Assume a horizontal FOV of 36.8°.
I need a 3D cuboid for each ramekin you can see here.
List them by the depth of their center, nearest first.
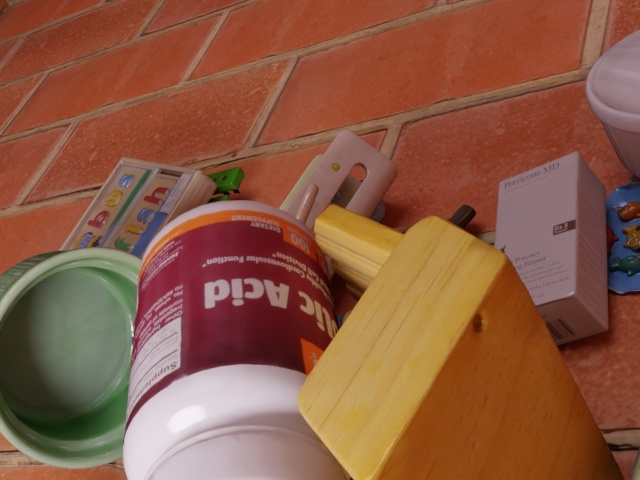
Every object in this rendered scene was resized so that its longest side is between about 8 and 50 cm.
[{"bbox_3d":[0.475,-0.172,1.185,0.272,0.127,0.273,-18,31,11],"label":"ramekin"},{"bbox_3d":[-0.348,0.154,1.360,0.303,0.303,0.148,-50,29,-22],"label":"ramekin"}]

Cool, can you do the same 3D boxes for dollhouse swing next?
[{"bbox_3d":[0.078,0.177,0.914,0.304,0.347,0.315,8,52,44],"label":"dollhouse swing"}]

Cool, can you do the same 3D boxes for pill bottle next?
[{"bbox_3d":[-0.081,0.152,0.966,0.224,0.224,0.392,-26,35,12],"label":"pill bottle"}]

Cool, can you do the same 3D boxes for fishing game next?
[{"bbox_3d":[0.391,-0.016,1.168,0.264,0.041,0.189,-22,38,18],"label":"fishing game"}]

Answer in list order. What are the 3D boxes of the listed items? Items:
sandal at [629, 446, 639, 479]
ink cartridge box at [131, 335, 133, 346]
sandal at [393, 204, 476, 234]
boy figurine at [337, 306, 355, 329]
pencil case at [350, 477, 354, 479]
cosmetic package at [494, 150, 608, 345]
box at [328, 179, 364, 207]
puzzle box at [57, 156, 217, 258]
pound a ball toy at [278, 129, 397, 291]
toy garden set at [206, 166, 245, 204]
[{"bbox_3d":[0.350,0.198,0.875,0.086,0.120,0.303,18,58,34],"label":"sandal"},{"bbox_3d":[-0.154,0.224,1.198,0.065,0.186,0.311,-31,34,8],"label":"ink cartridge box"},{"bbox_3d":[0.121,0.003,1.297,0.219,0.060,0.090,-35,-5,-23],"label":"sandal"},{"bbox_3d":[0.086,0.108,1.224,0.285,0.092,0.177,-19,9,16],"label":"boy figurine"},{"bbox_3d":[0.022,0.313,1.000,0.133,0.119,0.306,-69,26,22],"label":"pencil case"},{"bbox_3d":[0.276,0.013,1.155,0.117,0.085,0.231,-23,40,34],"label":"cosmetic package"},{"bbox_3d":[0.056,-0.067,1.531,0.083,0.018,0.067,-10,41,32],"label":"box"},{"bbox_3d":[-0.372,0.040,1.664,0.272,0.052,0.409,12,66,48],"label":"puzzle box"},{"bbox_3d":[0.000,0.000,1.354,0.319,0.135,0.208,-57,8,-23],"label":"pound a ball toy"},{"bbox_3d":[-0.241,-0.006,1.683,0.203,0.049,0.244,-11,45,37],"label":"toy garden set"}]
